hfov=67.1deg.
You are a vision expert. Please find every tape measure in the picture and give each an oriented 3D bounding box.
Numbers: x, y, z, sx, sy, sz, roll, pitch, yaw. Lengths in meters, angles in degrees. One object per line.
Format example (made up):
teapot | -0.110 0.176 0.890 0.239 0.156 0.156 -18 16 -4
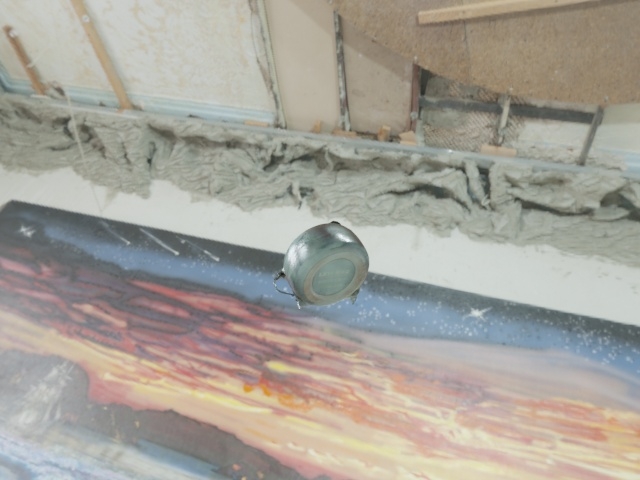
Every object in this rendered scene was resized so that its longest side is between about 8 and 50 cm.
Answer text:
tape measure | -0.004 -0.001 0.601 0.104 0.180 0.107 4 -55 -12
